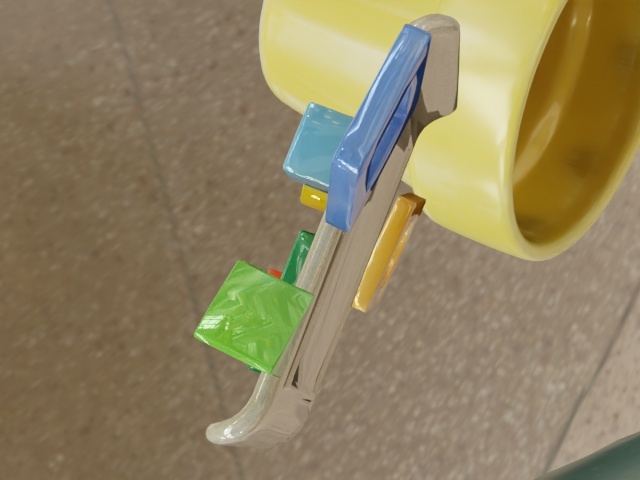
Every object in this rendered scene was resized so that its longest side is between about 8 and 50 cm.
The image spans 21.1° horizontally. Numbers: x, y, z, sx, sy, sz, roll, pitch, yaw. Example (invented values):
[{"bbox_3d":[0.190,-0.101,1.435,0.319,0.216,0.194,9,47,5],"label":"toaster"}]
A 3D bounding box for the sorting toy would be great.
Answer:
[{"bbox_3d":[0.000,0.000,0.764,0.047,0.348,0.196,25,85,7],"label":"sorting toy"}]

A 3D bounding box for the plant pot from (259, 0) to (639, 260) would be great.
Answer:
[{"bbox_3d":[0.097,-0.142,1.240,0.239,0.254,0.254,23,114,27],"label":"plant pot"}]

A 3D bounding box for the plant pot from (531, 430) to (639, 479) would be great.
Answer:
[{"bbox_3d":[0.025,0.203,0.300,0.341,0.334,0.341,22,122,40],"label":"plant pot"}]
